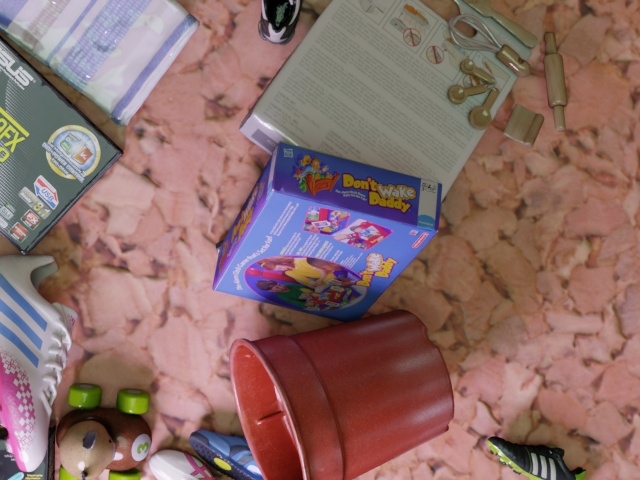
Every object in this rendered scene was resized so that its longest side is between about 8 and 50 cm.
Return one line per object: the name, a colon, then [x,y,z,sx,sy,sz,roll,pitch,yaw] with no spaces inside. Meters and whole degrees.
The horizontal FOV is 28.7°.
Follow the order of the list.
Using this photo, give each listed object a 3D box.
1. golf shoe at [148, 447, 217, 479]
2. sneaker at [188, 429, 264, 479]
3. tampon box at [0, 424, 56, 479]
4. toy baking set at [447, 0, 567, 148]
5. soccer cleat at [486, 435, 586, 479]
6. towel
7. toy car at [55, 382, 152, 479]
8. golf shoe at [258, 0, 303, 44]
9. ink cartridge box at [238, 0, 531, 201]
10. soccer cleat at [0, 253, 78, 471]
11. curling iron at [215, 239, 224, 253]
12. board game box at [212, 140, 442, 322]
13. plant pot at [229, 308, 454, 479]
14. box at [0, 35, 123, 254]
golf shoe: [-0.189,0.392,1.954,0.186,0.086,0.067,38,94,-6]
sneaker: [-0.105,0.342,1.973,0.209,0.069,0.082,28,62,1]
tampon box: [-0.473,0.370,1.920,0.120,0.101,0.161,3,95,-5]
toy baking set: [0.287,-0.268,1.907,0.196,0.030,0.256,7,72,-18]
soccer cleat: [0.346,0.351,2.008,0.179,0.060,0.072,33,83,-13]
towel: [-0.346,-0.331,1.864,0.285,0.034,0.209,38,104,-10]
toy car: [-0.332,0.315,1.881,0.148,0.188,0.155,7,96,-5]
golf shoe: [-0.050,-0.394,1.874,0.077,0.094,0.198,4,94,-4]
ink cartridge box: [0.105,-0.228,1.900,0.308,0.091,0.385,36,67,-7]
soccer cleat: [-0.422,0.170,1.854,0.143,0.116,0.331,-11,73,-12]
curling iron: [-0.033,-0.032,1.936,0.274,0.068,0.035,-23,104,4]
board game box: [0.000,0.000,1.789,0.233,0.347,0.078,14,62,-13]
plant pot: [0.038,0.236,1.863,0.265,0.272,0.273,-17,98,-20]
box: [-0.468,-0.147,1.885,0.270,0.060,0.216,44,92,-8]
